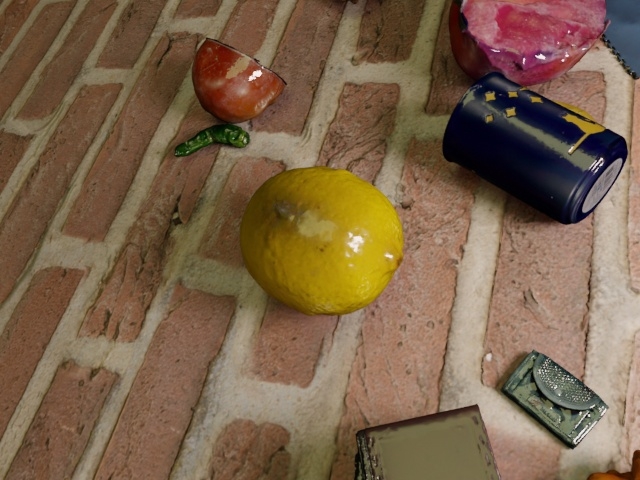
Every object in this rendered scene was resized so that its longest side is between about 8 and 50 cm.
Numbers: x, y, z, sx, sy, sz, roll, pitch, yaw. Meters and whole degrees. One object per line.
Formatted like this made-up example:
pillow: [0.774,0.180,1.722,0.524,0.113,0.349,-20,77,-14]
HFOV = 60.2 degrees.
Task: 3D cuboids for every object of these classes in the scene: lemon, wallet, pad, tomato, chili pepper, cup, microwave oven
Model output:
lemon: [0.002,0.001,0.943,0.284,0.260,0.260,5,63,11]
wallet: [0.345,0.230,0.817,0.088,0.026,0.129,-45,57,-8]
pad: [0.692,-0.451,1.093,0.270,0.012,0.268,-18,57,9]
tomato: [-0.207,-0.355,1.286,0.214,0.181,0.155,32,90,33]
chili pepper: [-0.253,-0.236,1.288,0.182,0.050,0.073,-12,59,14]
cup: [0.392,-0.184,0.951,0.255,0.178,0.256,-47,59,-8]
tomato: [0.391,-0.416,1.092,0.290,0.176,0.334,7,62,0]
microwave oven: [0.154,0.363,0.719,0.188,0.178,0.247,-18,57,9]

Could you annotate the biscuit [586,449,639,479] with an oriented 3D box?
biscuit: [0.449,0.421,0.622,0.318,0.110,0.311,10,68,25]

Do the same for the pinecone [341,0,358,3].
pinecone: [0.094,-0.693,1.353,0.212,0.185,0.169,-36,30,-25]
